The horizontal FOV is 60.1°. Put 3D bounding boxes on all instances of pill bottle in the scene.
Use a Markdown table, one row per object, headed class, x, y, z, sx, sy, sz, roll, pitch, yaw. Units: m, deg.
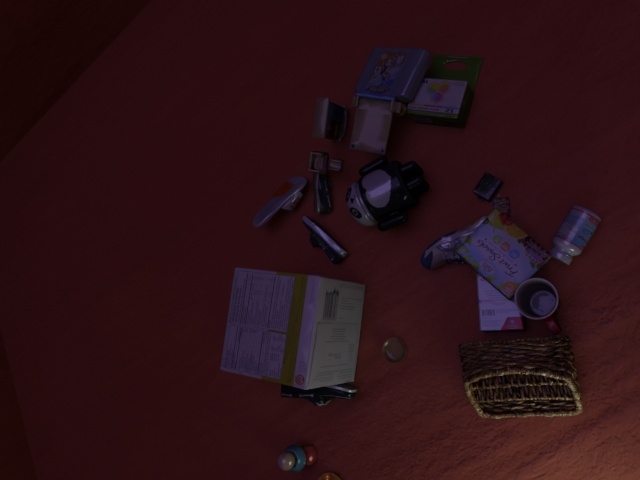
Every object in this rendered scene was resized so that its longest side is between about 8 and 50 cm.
| class | x | y | z | sx | sy | sz | roll | pitch | yaw |
| --- | --- | --- | --- | --- | --- | --- | --- | --- | --- |
| pill bottle | 0.727 | -0.014 | 1.592 | 0.087 | 0.087 | 0.160 | 32 | 96 | 30 |

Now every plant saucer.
| class | x | y | z | sx | sy | sz | roll | pitch | yaw |
| --- | --- | --- | --- | --- | --- | --- | --- | --- | --- |
| plant saucer | 0.244 | 0.362 | 1.820 | 0.083 | 0.015 | 0.084 | -6 | 76 | 27 |

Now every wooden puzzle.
| class | x | y | z | sx | sy | sz | roll | pitch | yaw |
| --- | --- | --- | --- | --- | --- | --- | --- | --- | --- |
| wooden puzzle | 0.572 | -0.109 | 1.745 | 0.049 | 0.006 | 0.083 | -9 | 75 | 27 |

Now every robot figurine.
| class | x | y | z | sx | sy | sz | roll | pitch | yaw |
| --- | --- | --- | --- | --- | --- | --- | --- | --- | --- |
| robot figurine | 0.217 | -0.160 | 1.854 | 0.278 | 0.174 | 0.209 | -26 | 27 | 22 |

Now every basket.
| class | x | y | z | sx | sy | sz | roll | pitch | yaw |
| --- | --- | --- | --- | --- | --- | --- | --- | --- | --- |
| basket | 0.550 | 0.384 | 1.532 | 0.299 | 0.213 | 0.223 | -10 | 74 | 27 |

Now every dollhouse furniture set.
| class | x | y | z | sx | sy | sz | roll | pitch | yaw |
| --- | --- | --- | --- | --- | --- | --- | --- | --- | --- |
| dollhouse furniture set | 0.144 | -0.360 | 1.947 | 0.303 | 0.198 | 0.287 | 11 | 99 | 20 |

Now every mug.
| class | x | y | z | sx | sy | sz | roll | pitch | yaw |
| --- | --- | --- | --- | --- | --- | --- | --- | --- | --- |
| mug | 0.620 | 0.190 | 1.560 | 0.113 | 0.169 | 0.150 | -3 | 78 | 28 |

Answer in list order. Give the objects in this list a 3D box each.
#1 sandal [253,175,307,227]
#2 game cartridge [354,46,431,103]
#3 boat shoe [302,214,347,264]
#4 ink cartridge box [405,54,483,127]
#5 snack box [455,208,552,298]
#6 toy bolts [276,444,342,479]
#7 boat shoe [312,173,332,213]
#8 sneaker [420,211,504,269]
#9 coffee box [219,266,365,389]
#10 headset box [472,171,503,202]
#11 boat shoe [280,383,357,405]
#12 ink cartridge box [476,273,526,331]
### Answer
| class | x | y | z | sx | sy | sz | roll | pitch | yaw |
| --- | --- | --- | --- | --- | --- | --- | --- | --- | --- |
| sandal | -0.145 | -0.136 | 2.107 | 0.265 | 0.076 | 0.102 | -44 | 38 | 2 |
| game cartridge | 0.242 | -0.578 | 1.943 | 0.297 | 0.062 | 0.198 | 28 | 90 | 53 |
| boat shoe | 0.000 | 0.000 | 2.003 | 0.228 | 0.080 | 0.076 | 43 | 100 | 21 |
| ink cartridge box | 0.419 | -0.524 | 1.867 | 0.188 | 0.097 | 0.255 | 14 | 87 | 31 |
| snack box | 0.530 | 0.041 | 1.609 | 0.174 | 0.070 | 0.207 | -47 | 68 | 6 |
| toy bolts | -0.055 | 0.784 | 1.812 | 0.218 | 0.158 | 0.229 | -23 | 69 | 23 |
| boat shoe | 0.009 | -0.194 | 2.058 | 0.064 | 0.075 | 0.206 | 3 | 70 | -14 |
| sneaker | 0.455 | 0.031 | 1.720 | 0.296 | 0.112 | 0.131 | -31 | 66 | 21 |
| coffee box | -0.084 | 0.283 | 1.832 | 0.334 | 0.337 | 0.339 | 3 | 82 | 30 |
| headset box | 0.532 | -0.167 | 1.765 | 0.062 | 0.032 | 0.083 | 38 | 97 | 29 |
| boat shoe | -0.010 | 0.515 | 1.880 | 0.302 | 0.114 | 0.091 | 0 | 78 | 41 |
| ink cartridge box | 0.543 | 0.184 | 1.659 | 0.127 | 0.072 | 0.175 | -6 | 76 | 27 |
